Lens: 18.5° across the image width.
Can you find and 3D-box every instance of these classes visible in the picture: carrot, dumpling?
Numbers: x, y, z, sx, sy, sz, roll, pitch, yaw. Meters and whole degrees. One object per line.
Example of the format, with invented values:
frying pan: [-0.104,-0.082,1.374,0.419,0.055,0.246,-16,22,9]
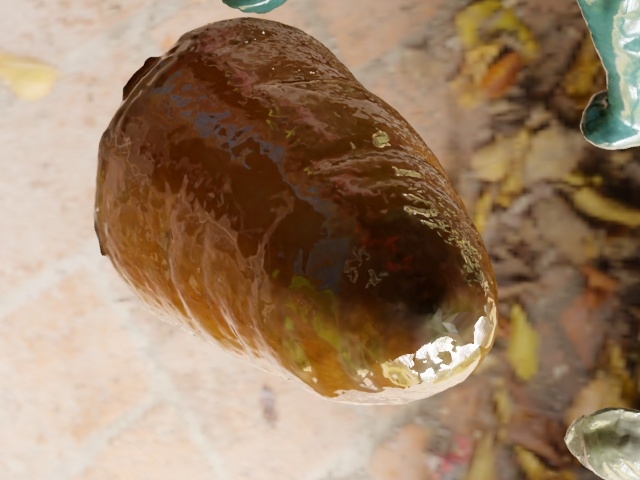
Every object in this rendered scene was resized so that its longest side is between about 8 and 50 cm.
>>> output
carrot: [0.000,0.000,0.888,0.159,0.225,0.159,-8,111,-22]
dumpling: [0.193,0.126,1.244,0.043,0.077,0.059,-42,138,-32]

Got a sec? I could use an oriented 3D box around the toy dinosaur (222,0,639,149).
toy dinosaur: [0.113,-0.191,0.745,0.384,0.331,0.129,13,54,-1]
